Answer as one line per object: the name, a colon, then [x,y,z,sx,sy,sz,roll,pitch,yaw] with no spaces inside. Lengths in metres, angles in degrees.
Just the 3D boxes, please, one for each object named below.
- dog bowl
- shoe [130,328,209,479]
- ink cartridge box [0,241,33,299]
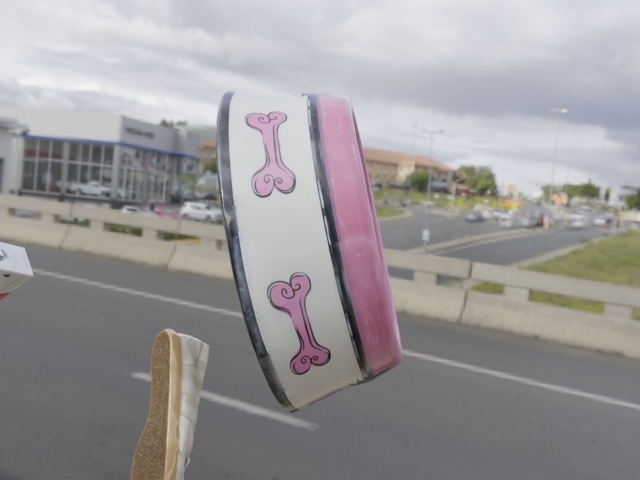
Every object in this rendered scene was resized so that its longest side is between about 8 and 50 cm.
dog bowl: [0.000,0.000,0.909,0.151,0.407,0.408,-11,1,6]
shoe: [-0.161,0.208,0.802,0.058,0.218,0.077,21,-28,-38]
ink cartridge box: [-0.512,0.045,1.059,0.099,0.056,0.135,-34,-22,14]
